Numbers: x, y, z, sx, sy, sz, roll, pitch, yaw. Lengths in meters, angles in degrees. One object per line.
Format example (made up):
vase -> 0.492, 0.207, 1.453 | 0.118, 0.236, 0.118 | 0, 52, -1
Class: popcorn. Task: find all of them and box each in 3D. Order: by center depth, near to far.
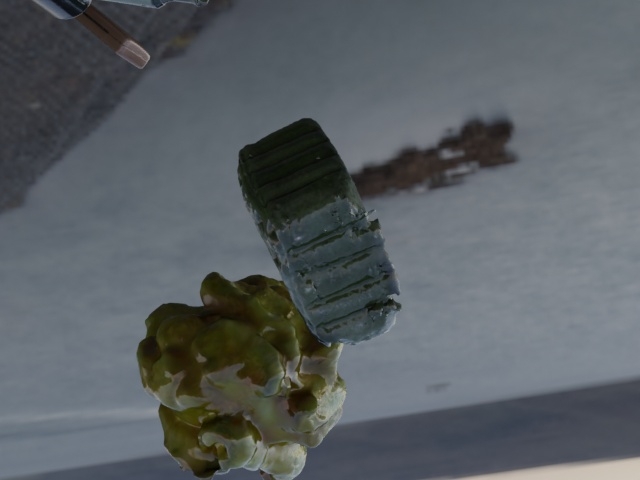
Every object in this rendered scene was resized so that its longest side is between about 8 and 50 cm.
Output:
popcorn -> -0.095, 0.165, 1.875 | 0.325, 0.321, 0.290 | -25, 163, -39

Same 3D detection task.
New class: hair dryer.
hair dryer -> -0.200, -0.245, 1.293 | 0.197, 0.057, 0.100 | 9, 175, 15

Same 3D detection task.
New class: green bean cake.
green bean cake -> 0.000, 0.000, 1.560 | 0.125, 0.227, 0.222 | -27, -146, -4

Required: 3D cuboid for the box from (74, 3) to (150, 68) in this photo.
box -> -0.230, -0.227, 1.468 | 0.025, 0.115, 0.048 | -53, 144, 6
